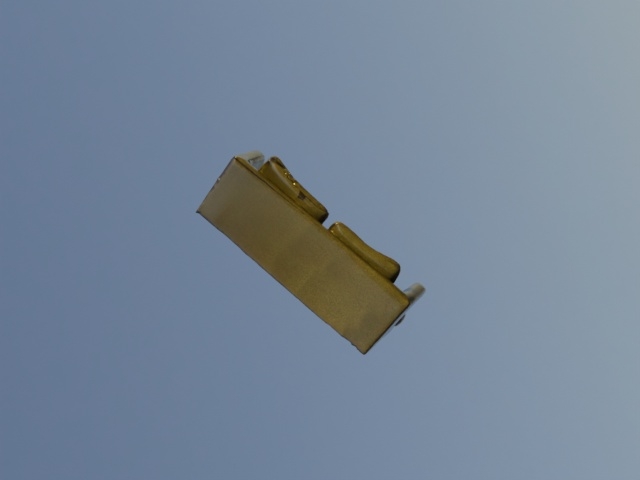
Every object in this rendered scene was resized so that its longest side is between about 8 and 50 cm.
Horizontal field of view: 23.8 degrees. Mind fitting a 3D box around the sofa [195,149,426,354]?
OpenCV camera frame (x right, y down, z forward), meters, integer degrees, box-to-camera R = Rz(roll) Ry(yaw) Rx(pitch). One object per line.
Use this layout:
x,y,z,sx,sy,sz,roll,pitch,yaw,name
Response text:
0.000,0.000,0.983,0.147,0.060,0.085,40,-167,7,sofa
